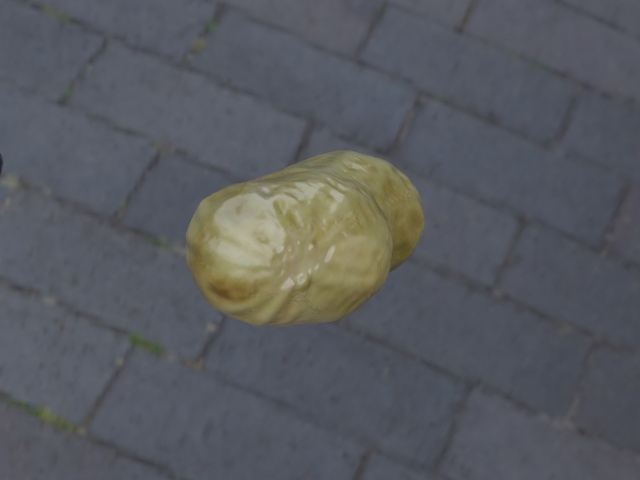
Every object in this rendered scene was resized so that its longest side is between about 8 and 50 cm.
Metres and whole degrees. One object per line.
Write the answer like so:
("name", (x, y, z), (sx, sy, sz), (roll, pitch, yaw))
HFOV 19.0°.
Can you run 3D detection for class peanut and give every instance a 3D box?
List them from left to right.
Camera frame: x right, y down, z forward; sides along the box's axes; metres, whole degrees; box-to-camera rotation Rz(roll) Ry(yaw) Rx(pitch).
("peanut", (0.000, 0.000, 1.639), (0.147, 0.147, 0.319), (38, 22, 17))

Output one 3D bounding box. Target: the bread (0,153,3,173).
("bread", (-0.379, -0.054, 1.668), (0.207, 0.056, 0.286), (-21, 50, 1))
